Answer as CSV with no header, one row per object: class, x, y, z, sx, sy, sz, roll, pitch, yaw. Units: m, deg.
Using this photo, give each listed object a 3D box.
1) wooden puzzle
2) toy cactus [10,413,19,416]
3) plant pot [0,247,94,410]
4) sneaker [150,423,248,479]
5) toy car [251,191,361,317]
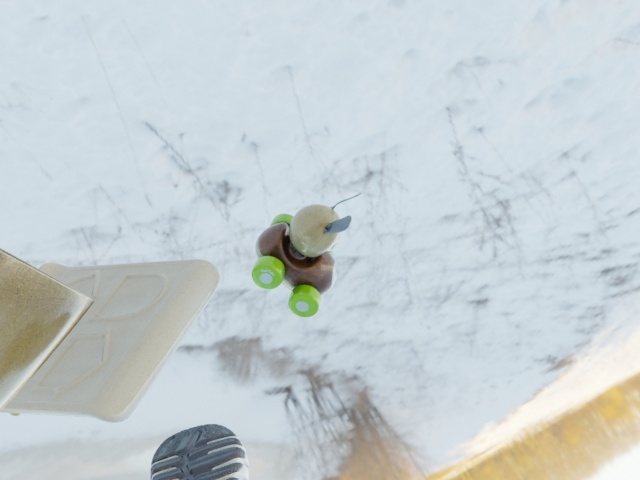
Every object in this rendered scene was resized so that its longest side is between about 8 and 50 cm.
wooden puzzle,-0.357,0.152,1.206,0.347,0.081,0.322,0,-143,25
toy cactus,-0.620,0.307,1.405,0.219,0.112,0.180,-21,157,-51
plant pot,-0.368,0.105,0.701,0.254,0.237,0.237,-62,166,-11
sneaker,-0.109,0.325,0.839,0.106,0.163,0.281,-12,-159,-13
toy car,0.000,0.000,1.276,0.188,0.149,0.155,-41,-161,32
